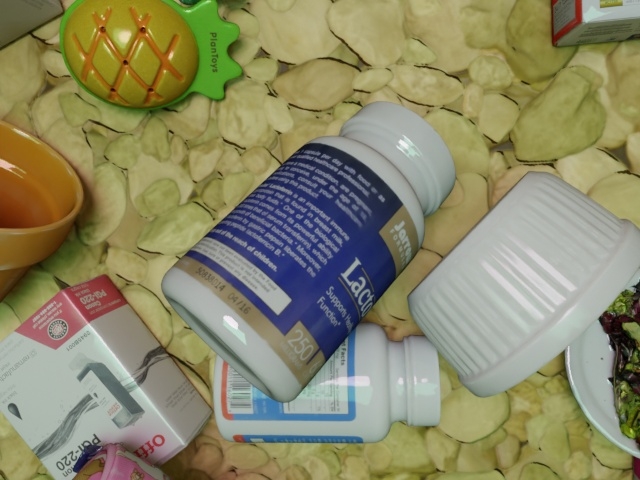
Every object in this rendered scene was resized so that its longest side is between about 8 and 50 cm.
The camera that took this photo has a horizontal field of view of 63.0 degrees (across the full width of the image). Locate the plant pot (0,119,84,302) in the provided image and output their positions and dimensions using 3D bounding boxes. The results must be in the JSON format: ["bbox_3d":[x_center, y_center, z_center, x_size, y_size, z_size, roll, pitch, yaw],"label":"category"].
[{"bbox_3d":[-0.391,-0.009,0.557,0.205,0.205,0.188,38,113,2],"label":"plant pot"}]

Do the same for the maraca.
[{"bbox_3d":[-0.177,-0.201,0.553,0.185,0.099,0.127,-3,127,-7],"label":"maraca"}]

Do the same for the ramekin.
[{"bbox_3d":[0.175,0.032,0.484,0.109,0.207,0.207,45,99,11],"label":"ramekin"}]

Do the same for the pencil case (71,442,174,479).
[{"bbox_3d":[-0.105,0.362,0.519,0.386,0.167,0.160,39,84,-15],"label":"pencil case"}]

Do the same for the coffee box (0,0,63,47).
[{"bbox_3d":[-0.526,-0.332,0.459,0.334,0.337,0.339,-23,93,9],"label":"coffee box"}]

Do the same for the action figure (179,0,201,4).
[{"bbox_3d":[-0.062,-0.329,0.543,0.232,0.063,0.137,-38,92,5],"label":"action figure"}]

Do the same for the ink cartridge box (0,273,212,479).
[{"bbox_3d":[-0.258,0.176,0.601,0.158,0.092,0.218,-38,92,9],"label":"ink cartridge box"}]

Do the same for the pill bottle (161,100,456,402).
[{"bbox_3d":[0.000,0.000,0.481,0.153,0.153,0.265,43,70,1],"label":"pill bottle"}]

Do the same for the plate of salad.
[{"bbox_3d":[0.353,0.123,0.524,0.199,0.048,0.200,-2,77,8],"label":"plate of salad"}]

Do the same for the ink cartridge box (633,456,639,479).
[{"bbox_3d":[0.496,0.293,0.538,0.310,0.065,0.186,-2,95,10],"label":"ink cartridge box"}]

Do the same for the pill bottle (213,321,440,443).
[{"bbox_3d":[0.010,0.149,0.551,0.221,0.124,0.125,-1,95,7],"label":"pill bottle"}]

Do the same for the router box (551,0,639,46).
[{"bbox_3d":[0.394,-0.355,0.477,0.334,0.082,0.302,-2,95,7],"label":"router box"}]
